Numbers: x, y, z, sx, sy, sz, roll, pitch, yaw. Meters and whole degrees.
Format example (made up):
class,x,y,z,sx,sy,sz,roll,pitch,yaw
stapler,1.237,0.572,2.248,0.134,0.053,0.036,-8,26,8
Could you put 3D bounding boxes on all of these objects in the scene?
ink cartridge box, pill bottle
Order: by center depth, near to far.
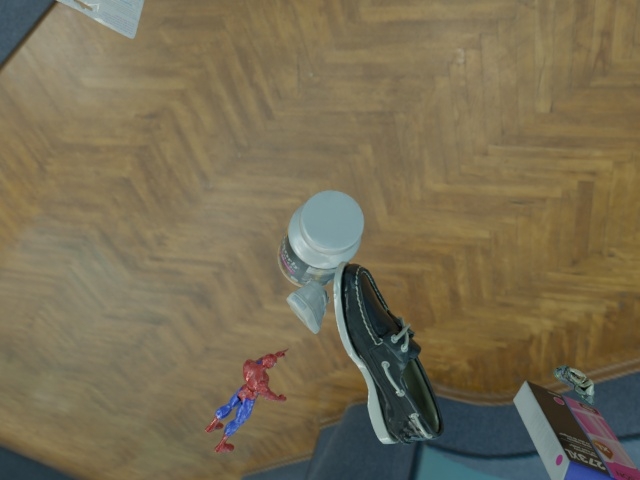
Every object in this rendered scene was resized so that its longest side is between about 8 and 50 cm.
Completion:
class,x,y,z,sx,sy,sz,roll,pitch,yaw
ink cartridge box,0.492,0.403,1.314,0.176,0.371,0.069,23,109,-7
pill bottle,0.000,0.000,1.556,0.162,0.162,0.278,22,159,-3

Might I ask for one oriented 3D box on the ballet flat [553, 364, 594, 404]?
class,x,y,z,sx,sy,sz,roll,pitch,yaw
ballet flat,0.492,0.272,1.335,0.114,0.041,0.041,39,142,-18

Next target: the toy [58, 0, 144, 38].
class,x,y,z,sx,sy,sz,roll,pitch,yaw
toy,-0.235,-0.355,0.774,0.137,0.056,0.237,26,139,-8

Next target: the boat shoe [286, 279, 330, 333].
class,x,y,z,sx,sy,sz,roll,pitch,yaw
boat shoe,-0.013,0.103,1.155,0.066,0.063,0.184,45,171,19

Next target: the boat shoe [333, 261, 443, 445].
class,x,y,z,sx,sy,sz,roll,pitch,yaw
boat shoe,0.101,0.159,1.002,0.091,0.114,0.302,-9,119,25

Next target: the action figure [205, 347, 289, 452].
class,x,y,z,sx,sy,sz,roll,pitch,yaw
action figure,-0.134,0.333,1.518,0.139,0.091,0.280,-5,136,-41
